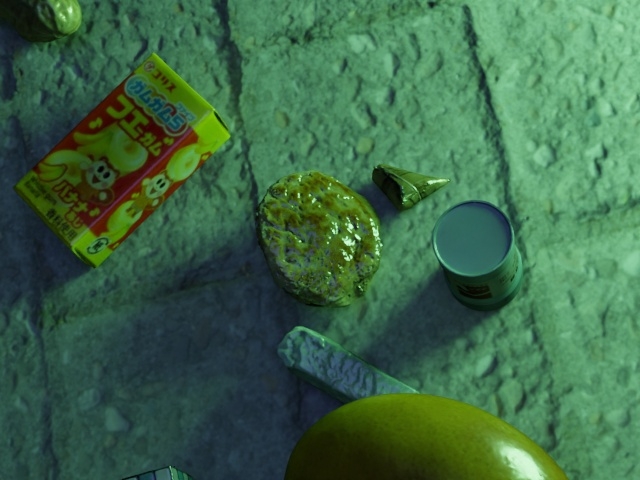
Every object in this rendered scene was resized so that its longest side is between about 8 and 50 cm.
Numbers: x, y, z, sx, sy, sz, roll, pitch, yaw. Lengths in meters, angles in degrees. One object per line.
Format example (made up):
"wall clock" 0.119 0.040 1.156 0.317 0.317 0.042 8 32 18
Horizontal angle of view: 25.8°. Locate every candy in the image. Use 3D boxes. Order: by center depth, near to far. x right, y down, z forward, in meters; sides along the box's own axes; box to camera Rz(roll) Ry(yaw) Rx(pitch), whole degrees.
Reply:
"candy" -0.273 -0.111 1.930 0.276 0.088 0.146 -43 66 -5

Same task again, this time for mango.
"mango" 0.134 0.316 1.615 0.378 0.221 0.264 24 96 22

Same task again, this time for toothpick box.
"toothpick box" 0.197 0.021 1.738 0.101 0.153 0.101 -4 71 12

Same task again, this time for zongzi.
"zongzi" 0.119 -0.085 1.859 0.083 0.040 0.076 -32 60 -12

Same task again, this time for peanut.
"peanut" -0.431 -0.346 2.051 0.194 0.093 0.083 22 43 28

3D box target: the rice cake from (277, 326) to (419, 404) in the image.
"rice cake" 0.037 0.176 1.770 0.206 0.069 0.063 28 80 21

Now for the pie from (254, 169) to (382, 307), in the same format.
"pie" 0.000 0.000 1.835 0.163 0.079 0.193 -12 69 1

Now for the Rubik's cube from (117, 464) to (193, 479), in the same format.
"Rubik's cube" -0.207 0.345 1.755 0.092 0.092 0.092 -17 69 7
